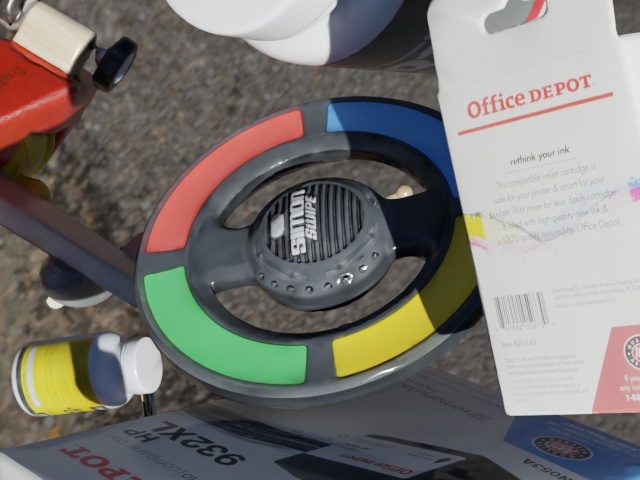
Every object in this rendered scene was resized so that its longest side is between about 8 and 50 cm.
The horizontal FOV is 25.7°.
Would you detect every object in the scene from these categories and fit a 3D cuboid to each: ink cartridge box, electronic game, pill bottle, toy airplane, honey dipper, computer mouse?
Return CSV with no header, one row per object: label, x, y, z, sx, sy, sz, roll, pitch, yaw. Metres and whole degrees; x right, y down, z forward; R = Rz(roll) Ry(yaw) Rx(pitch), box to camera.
ink cartridge box,0.123,-0.026,0.629,0.067,0.115,0.198,-14,92,-39
electronic game,0.000,0.000,0.825,0.048,0.229,0.229,68,35,-48
pill bottle,-0.308,0.175,1.859,0.103,0.184,0.103,-9,90,-69
ink cartridge box,0.010,0.172,0.749,0.307,0.223,0.129,-8,109,-42
toy airplane,-0.349,-0.069,1.326,0.384,0.272,0.386,7,39,-36
honey dipper,0.025,-0.020,1.476,0.030,0.160,0.030,60,15,-27
computer mouse,-0.225,0.313,1.876,0.041,0.071,0.242,-10,67,-5
pill bottle,0.026,-0.193,0.926,0.283,0.161,0.161,-6,71,-54

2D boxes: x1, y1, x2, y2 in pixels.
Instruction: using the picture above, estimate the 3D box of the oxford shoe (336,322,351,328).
oxford shoe,0.052,0.176,1.189,0.123,0.348,0.130,19,103,-29
